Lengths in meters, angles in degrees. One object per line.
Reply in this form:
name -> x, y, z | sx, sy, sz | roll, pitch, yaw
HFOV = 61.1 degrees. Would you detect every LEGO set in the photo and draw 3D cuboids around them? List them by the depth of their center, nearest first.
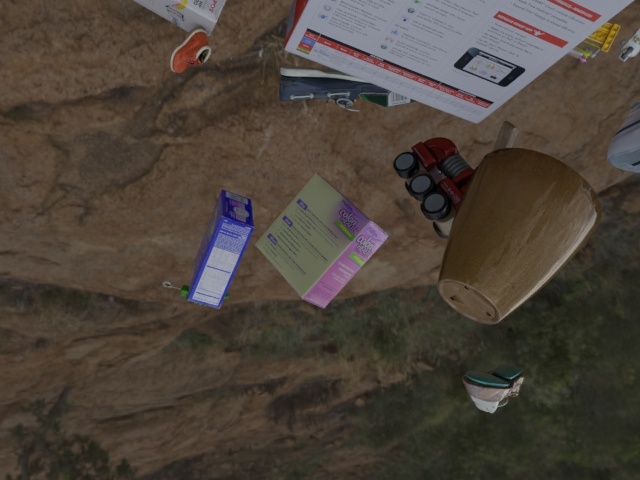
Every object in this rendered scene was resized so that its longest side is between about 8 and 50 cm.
LEGO set -> 0.435, -0.413, 0.952 | 0.132, 0.287, 0.107 | -42, 174, 8

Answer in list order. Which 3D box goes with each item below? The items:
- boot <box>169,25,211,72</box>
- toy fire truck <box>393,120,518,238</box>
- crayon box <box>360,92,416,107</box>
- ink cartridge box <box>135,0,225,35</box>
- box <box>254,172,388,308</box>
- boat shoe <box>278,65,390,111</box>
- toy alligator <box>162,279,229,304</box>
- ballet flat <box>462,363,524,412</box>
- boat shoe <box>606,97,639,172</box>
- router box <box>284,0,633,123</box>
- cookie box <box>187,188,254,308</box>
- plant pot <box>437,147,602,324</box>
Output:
boot -> -0.367, -0.517, 1.529 | 0.158, 0.085, 0.059 | -39, 161, 34
toy fire truck -> 0.310, -0.164, 1.200 | 0.246, 0.217, 0.158 | -33, 142, 8
crayon box -> 0.331, -0.651, 2.228 | 0.362, 0.313, 0.106 | -16, 120, -24
ink cartridge box -> -0.375, -0.706, 1.501 | 0.232, 0.171, 0.168 | 24, 174, -21
box -> 0.000, 0.000, 1.336 | 0.243, 0.213, 0.117 | -49, 146, 5
boat shoe -> 0.036, -0.326, 1.167 | 0.254, 0.095, 0.079 | -2, 115, -18
toy alligator -> -0.349, 0.155, 1.514 | 0.189, 0.051, 0.056 | 14, 133, -19
ballet flat -> 0.472, 0.408, 1.472 | 0.107, 0.106, 0.316 | 17, -174, 42
boat shoe -> 0.306, -0.110, 0.437 | 0.083, 0.076, 0.226 | 14, 179, -3
router box -> 0.159, -0.306, 0.696 | 0.335, 0.082, 0.301 | 16, 157, -18
cookie box -> -0.114, 0.008, 0.621 | 0.040, 0.092, 0.107 | 20, 109, -18
plant pot -> 0.317, 0.010, 0.948 | 0.254, 0.237, 0.237 | -50, 151, -20
